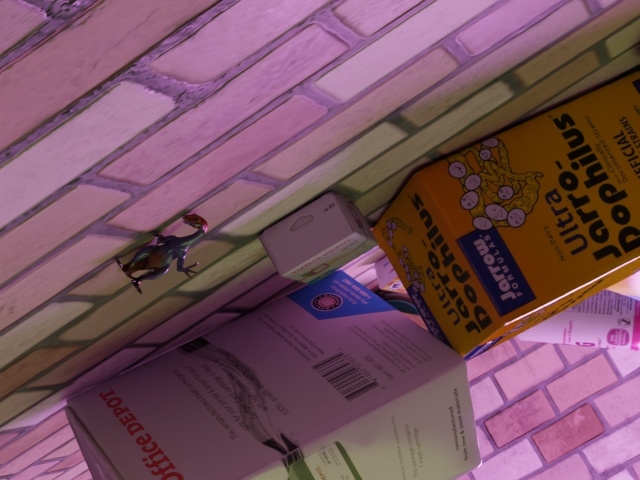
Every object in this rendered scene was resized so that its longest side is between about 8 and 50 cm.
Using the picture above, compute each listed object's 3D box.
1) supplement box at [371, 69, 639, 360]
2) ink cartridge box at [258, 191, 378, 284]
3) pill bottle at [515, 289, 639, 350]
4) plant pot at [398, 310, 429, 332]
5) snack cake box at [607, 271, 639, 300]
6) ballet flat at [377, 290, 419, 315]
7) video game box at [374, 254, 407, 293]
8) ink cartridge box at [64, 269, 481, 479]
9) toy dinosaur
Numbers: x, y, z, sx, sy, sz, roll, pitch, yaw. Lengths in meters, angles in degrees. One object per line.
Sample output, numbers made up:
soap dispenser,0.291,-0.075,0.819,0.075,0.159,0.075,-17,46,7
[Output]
supplement box,0.272,-0.030,1.459,0.356,0.194,0.195,-25,167,-20
ink cartridge box,0.000,0.000,1.293,0.088,0.052,0.122,-31,167,9
pill bottle,0.393,0.089,2.042,0.283,0.160,0.160,4,173,12
plant pot,0.084,0.224,1.860,0.227,0.228,0.207,12,140,-22
snack cake box,0.532,0.017,1.922,0.264,0.152,0.089,18,149,-19
ballet flat,0.092,0.123,1.990,0.221,0.077,0.079,-34,-174,42
video game box,0.209,0.021,1.697,0.205,0.048,0.187,11,143,-33
ink cartridge box,-0.058,0.224,1.474,0.395,0.166,0.285,-24,-149,-20
toy dinosaur,-0.135,0.005,1.085,0.082,0.047,0.090,-37,-158,-8
